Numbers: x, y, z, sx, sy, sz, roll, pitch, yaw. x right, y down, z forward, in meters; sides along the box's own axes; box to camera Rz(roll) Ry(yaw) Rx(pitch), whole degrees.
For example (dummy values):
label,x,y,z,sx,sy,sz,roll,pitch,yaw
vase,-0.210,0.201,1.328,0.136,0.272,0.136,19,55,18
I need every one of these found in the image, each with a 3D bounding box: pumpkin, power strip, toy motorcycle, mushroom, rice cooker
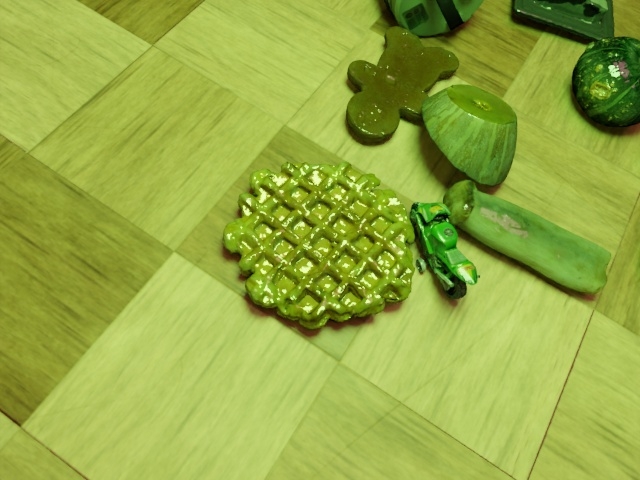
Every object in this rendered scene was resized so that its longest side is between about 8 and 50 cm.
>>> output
label,x,y,z,sx,sy,sz,roll,pitch,yaw
pumpkin,0.615,-0.327,1.013,0.190,0.146,0.190,2,65,-4
power strip,0.590,-0.597,1.165,0.251,0.092,0.257,14,61,4
toy motorcycle,0.204,0.004,0.834,0.074,0.106,0.190,-16,67,-13
mushroom,0.360,-0.007,0.875,0.312,0.081,0.100,27,67,1
rice cooker,0.237,-0.570,1.049,0.225,0.226,0.244,-12,66,-12
pumpkin,0.292,-0.215,0.904,0.217,0.110,0.217,15,52,-19

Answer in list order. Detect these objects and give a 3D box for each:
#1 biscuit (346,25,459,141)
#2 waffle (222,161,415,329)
label,x,y,z,sx,sy,sz,roll,pitch,yaw
biscuit,0.150,-0.314,1.006,0.196,0.049,0.302,30,65,6
waffle,0.000,0.000,0.831,0.324,0.068,0.302,-5,67,-4
